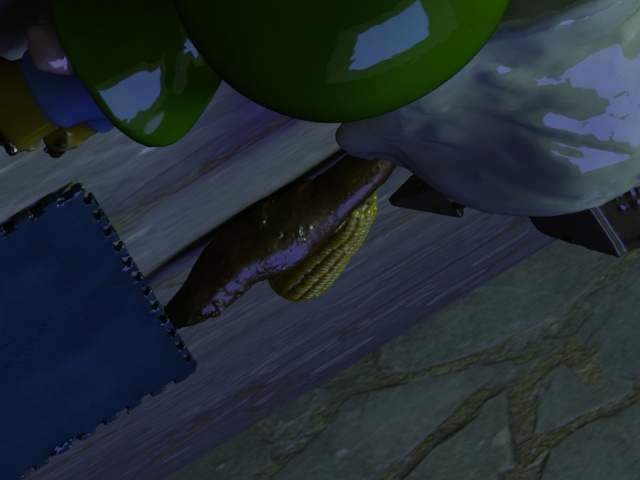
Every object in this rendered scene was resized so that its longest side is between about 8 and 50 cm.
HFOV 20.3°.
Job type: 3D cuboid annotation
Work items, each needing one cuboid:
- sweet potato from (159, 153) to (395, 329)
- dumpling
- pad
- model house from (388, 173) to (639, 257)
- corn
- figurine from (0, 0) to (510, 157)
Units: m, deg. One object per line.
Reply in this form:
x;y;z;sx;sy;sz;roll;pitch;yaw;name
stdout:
-0.026;-0.013;1.499;0.274;0.067;0.067;-39;170;3;sweet potato
0.136;-0.102;1.164;0.318;0.187;0.243;-34;174;28;dumpling
-0.231;0.097;1.221;0.270;0.012;0.269;-31;146;-7;pad
0.170;-0.084;1.546;0.248;0.176;0.181;-17;134;23;model house
0.000;0.000;1.625;0.067;0.067;0.206;-27;167;-27;corn
-0.028;-0.108;0.800;0.263;0.143;0.162;-24;168;18;figurine
